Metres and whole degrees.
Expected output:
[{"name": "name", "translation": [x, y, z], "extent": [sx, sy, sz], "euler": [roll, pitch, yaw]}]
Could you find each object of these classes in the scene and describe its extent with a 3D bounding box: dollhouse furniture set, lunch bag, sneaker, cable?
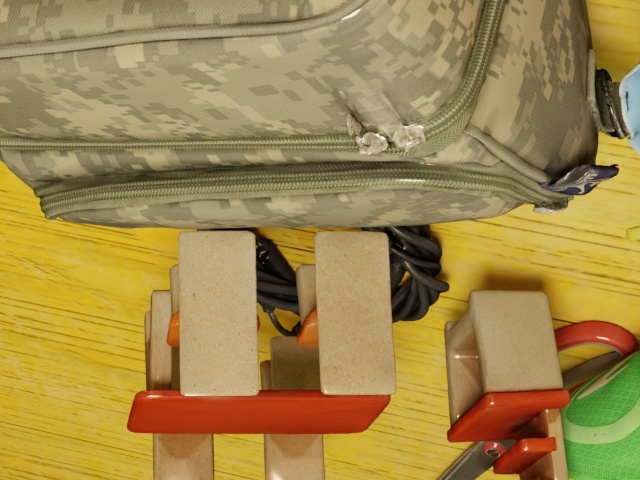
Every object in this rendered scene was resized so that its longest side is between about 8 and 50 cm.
[{"name": "dollhouse furniture set", "translation": [0.014, 0.103, 0.949], "extent": [0.259, 0.135, 0.262], "euler": [1, 160, -10]}, {"name": "lunch bag", "translation": [-0.023, -0.109, 0.771], "extent": [0.305, 0.213, 0.256], "euler": [-1, 154, 27]}, {"name": "sneaker", "translation": [0.244, 0.051, 0.915], "extent": [0.123, 0.109, 0.295], "euler": [41, 126, -20]}, {"name": "cable", "translation": [0.000, 0.000, 0.997], "extent": [0.150, 0.047, 0.184], "euler": [-1, 135, 24]}]

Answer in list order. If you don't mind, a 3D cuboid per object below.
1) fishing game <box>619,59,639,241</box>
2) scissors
[{"name": "fishing game", "translation": [0.224, -0.095, 0.722], "extent": [0.189, 0.041, 0.264], "euler": [-11, 138, -23]}, {"name": "scissors", "translation": [0.127, 0.133, 1.120], "extent": [0.109, 0.021, 0.297], "euler": [36, 139, -22]}]
